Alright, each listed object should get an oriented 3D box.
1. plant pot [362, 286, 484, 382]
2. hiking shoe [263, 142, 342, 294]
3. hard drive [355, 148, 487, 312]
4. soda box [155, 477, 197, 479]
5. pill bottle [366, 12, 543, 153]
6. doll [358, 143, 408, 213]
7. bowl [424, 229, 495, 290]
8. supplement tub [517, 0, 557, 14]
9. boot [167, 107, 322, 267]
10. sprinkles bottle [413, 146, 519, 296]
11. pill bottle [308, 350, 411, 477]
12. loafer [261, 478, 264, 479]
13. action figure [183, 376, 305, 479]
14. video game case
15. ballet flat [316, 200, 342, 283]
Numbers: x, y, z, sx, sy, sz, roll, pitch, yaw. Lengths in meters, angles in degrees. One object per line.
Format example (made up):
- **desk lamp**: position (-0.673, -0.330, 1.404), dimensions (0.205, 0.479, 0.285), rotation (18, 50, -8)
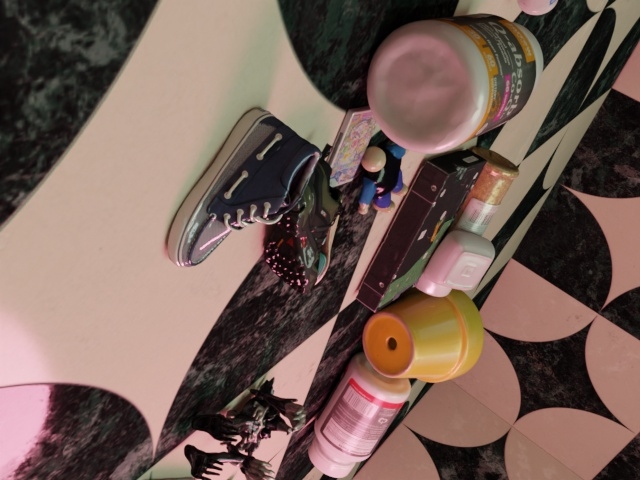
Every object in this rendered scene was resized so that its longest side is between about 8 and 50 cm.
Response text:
- **plant pot**: position (0.243, 0.243, 1.625), dimensions (0.238, 0.254, 0.254), rotation (-5, 129, -46)
- **hiking shoe**: position (-0.011, -0.018, 0.846), dimensions (0.114, 0.086, 0.227), rotation (-40, 154, -27)
- **hard drive**: position (0.212, -0.025, 1.361), dimensions (0.236, 0.064, 0.339), rotation (-23, 142, -55)
- **soda box**: position (-0.246, 0.450, 1.078), dimensions (0.069, 0.073, 0.216), rotation (-51, 160, -9)
- **pill bottle**: position (0.195, -0.222, 0.873), dimensions (0.278, 0.162, 0.162), rotation (-29, 148, -49)
- **doll**: position (0.097, -0.096, 1.021), dimensions (0.129, 0.046, 0.189), rotation (-54, 160, -5)
- **bowl**: position (0.324, 0.054, 1.464), dimensions (0.141, 0.053, 0.142), rotation (14, 117, -30)
- **supplement tub**: position (0.353, -0.422, 1.037), dimensions (0.071, 0.071, 0.107), rotation (-54, 159, -2)
- **boot**: position (-0.080, -0.036, 0.663), dimensions (0.190, 0.086, 0.069), rotation (-58, 159, 10)
- **sprinkles bottle**: position (0.327, -0.038, 1.511), dimensions (0.121, 0.121, 0.356), rotation (-22, 142, -55)
- **pill bottle**: position (0.091, 0.468, 1.707), dimensions (0.176, 0.176, 0.319), rotation (-13, 135, -61)
- **loafer**: position (-0.168, 0.628, 1.565), dimensions (0.148, 0.050, 0.056), rotation (-17, 138, -59)
- **action figure**: position (-0.111, 0.336, 1.110), dimensions (0.275, 0.140, 0.164), rotation (8, 104, -66)
- **video game case**: position (0.042, -0.129, 0.895), dimensions (0.087, 0.011, 0.122), rotation (-25, 145, -53)
- **ballet flat**: position (0.000, 0.000, 0.948), dimensions (0.052, 0.057, 0.168), rotation (-45, 160, -50)
